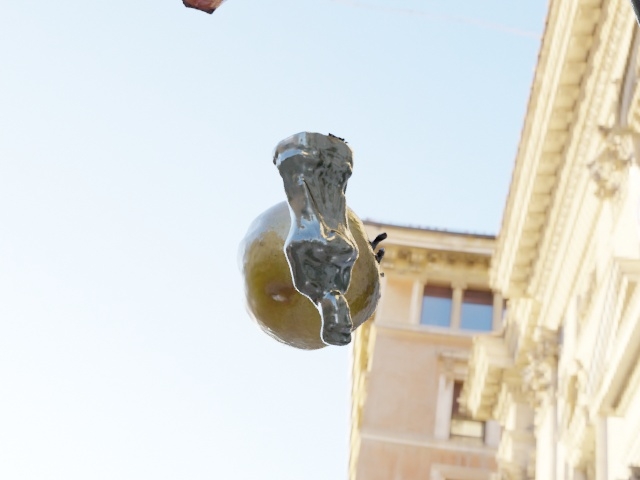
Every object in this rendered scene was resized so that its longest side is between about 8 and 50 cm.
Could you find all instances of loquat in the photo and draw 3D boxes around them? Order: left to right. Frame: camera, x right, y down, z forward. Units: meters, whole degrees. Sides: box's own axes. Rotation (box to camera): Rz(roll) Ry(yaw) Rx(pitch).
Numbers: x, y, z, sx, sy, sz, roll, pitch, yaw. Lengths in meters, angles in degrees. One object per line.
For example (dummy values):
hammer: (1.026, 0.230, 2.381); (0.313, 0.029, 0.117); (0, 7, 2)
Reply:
loquat: (-0.008, 0.049, 1.326); (0.213, 0.213, 0.213); (7, -37, 5)

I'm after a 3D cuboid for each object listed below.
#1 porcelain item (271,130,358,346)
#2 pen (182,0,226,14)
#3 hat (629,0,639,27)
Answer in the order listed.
porcelain item: (0.000, 0.000, 0.992); (0.081, 0.216, 0.069); (17, -33, -42)
pen: (0.015, -0.115, 0.254); (0.026, 0.026, 0.218); (30, -29, -23)
hat: (0.145, -0.062, 0.289); (0.050, 0.121, 0.121); (-29, -39, -12)
